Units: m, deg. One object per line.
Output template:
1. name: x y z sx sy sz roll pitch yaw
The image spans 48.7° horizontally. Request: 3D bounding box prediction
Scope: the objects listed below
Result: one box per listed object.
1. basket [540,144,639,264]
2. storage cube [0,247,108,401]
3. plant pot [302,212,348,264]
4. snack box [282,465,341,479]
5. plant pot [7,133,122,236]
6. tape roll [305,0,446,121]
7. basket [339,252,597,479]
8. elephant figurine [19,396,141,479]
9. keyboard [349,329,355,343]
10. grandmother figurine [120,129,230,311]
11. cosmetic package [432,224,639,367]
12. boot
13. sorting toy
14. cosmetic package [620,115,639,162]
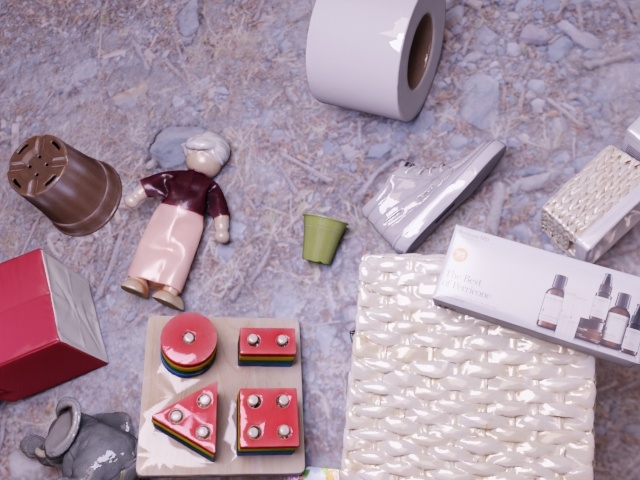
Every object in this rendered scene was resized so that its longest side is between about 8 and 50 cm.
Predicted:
1. basket: 0.437 -0.053 1.112 0.167 0.113 0.103 -43 64 -3
2. storage cube: -0.519 0.155 1.248 0.193 0.215 0.184 -22 66 0
3. plant pot: 0.000 0.000 1.237 0.083 0.083 0.079 12 86 19
4. snack box: -0.013 0.427 1.104 0.100 0.037 0.141 -1 71 13
5. plant pot: -0.496 -0.113 1.360 0.166 0.165 0.167 -5 70 13
6. tape roll: 0.101 -0.344 1.236 0.169 0.246 0.246 16 76 21
7. basket: 0.213 0.200 0.983 0.331 0.266 0.329 3 76 12
8. elephant figurine: -0.403 0.341 1.189 0.186 0.169 0.239 -24 46 -25
9. keyboard: 0.201 0.128 1.157 0.317 0.033 0.202 -17 74 8
10. grandmother figurine: -0.262 -0.054 1.317 0.207 0.104 0.343 23 73 -7
11. cosmetic package: 0.262 0.063 0.836 0.238 0.060 0.099 17 79 16
12. boot: 0.187 -0.104 1.205 0.258 0.095 0.123 -44 73 -2
13. sorting toy: -0.152 0.231 1.111 0.255 0.089 0.257 2 60 -10
14. cosmetic package: 0.583 -0.157 1.088 0.183 0.151 0.151 -45 66 -2
